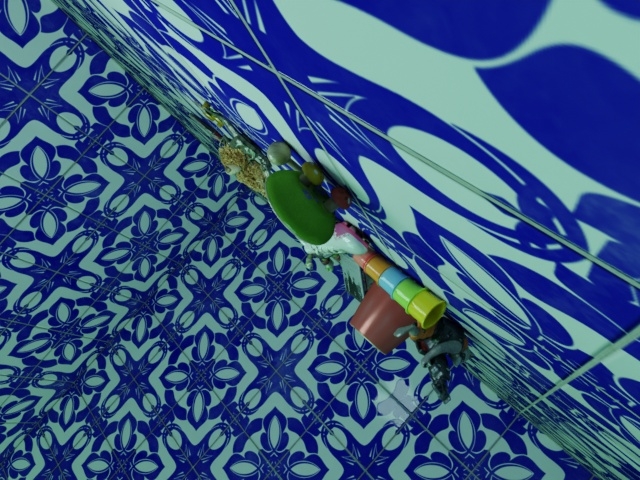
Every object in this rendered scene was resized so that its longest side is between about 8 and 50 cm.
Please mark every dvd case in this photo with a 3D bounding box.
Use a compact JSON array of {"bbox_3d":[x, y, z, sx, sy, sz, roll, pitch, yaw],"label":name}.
[{"bbox_3d":[0.144,0.147,1.947,0.179,0.030,0.238,36,140,59],"label":"dvd case"}]

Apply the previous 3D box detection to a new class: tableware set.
[{"bbox_3d":[-0.337,-0.395,1.418,0.104,0.024,0.154,38,176,5],"label":"tableware set"}]

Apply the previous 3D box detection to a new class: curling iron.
[{"bbox_3d":[-0.444,-0.439,1.902,0.274,0.035,0.068,45,-147,-8],"label":"curling iron"}]

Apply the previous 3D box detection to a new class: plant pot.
[{"bbox_3d":[0.266,0.304,1.815,0.275,0.243,0.275,41,178,2],"label":"plant pot"}]

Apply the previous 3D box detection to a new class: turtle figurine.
[{"bbox_3d":[0.036,0.103,2.273,0.275,0.198,0.266,43,-177,36],"label":"turtle figurine"}]

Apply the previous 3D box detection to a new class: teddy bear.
[{"bbox_3d":[-0.274,-0.254,1.819,0.245,0.113,0.338,37,175,31],"label":"teddy bear"}]

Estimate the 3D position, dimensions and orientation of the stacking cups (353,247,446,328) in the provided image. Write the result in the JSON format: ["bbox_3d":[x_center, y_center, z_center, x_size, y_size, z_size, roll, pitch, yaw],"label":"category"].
[{"bbox_3d":[0.211,0.121,1.310,0.316,0.096,0.096,40,177,35],"label":"stacking cups"}]

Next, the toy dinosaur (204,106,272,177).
[{"bbox_3d":[-0.246,-0.294,1.364,0.268,0.064,0.118,42,162,-15],"label":"toy dinosaur"}]

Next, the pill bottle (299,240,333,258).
[{"bbox_3d":[0.000,0.000,1.826,0.130,0.130,0.245,40,176,21],"label":"pill bottle"}]

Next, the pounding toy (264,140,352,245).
[{"bbox_3d":[-0.014,-0.113,0.937,0.183,0.110,0.236,30,-146,-39],"label":"pounding toy"}]

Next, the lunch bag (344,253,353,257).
[{"bbox_3d":[0.101,0.023,1.507,0.067,0.065,0.098,41,178,-4],"label":"lunch bag"}]

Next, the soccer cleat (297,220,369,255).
[{"bbox_3d":[0.031,0.004,1.380,0.116,0.143,0.331,43,176,-27],"label":"soccer cleat"}]

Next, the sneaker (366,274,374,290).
[{"bbox_3d":[0.205,0.179,2.105,0.268,0.101,0.153,42,176,-41],"label":"sneaker"}]

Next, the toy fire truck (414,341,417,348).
[{"bbox_3d":[0.508,0.455,1.959,0.047,0.192,0.135,-150,40,-70],"label":"toy fire truck"}]

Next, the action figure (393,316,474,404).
[{"bbox_3d":[0.363,0.307,1.393,0.330,0.178,0.341,37,-156,-28],"label":"action figure"}]
